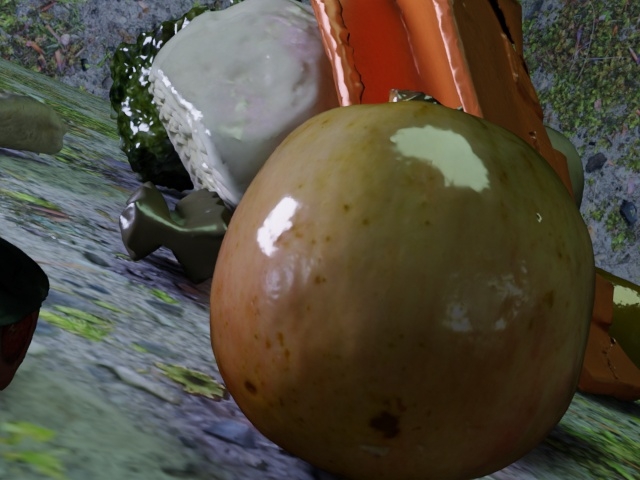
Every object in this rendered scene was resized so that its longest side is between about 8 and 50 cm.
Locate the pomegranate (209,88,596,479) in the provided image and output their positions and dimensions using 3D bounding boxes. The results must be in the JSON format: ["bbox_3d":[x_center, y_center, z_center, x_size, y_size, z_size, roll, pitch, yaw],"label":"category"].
[{"bbox_3d":[0.040,0.023,0.402,0.191,0.191,0.191,24,6,-2],"label":"pomegranate"}]

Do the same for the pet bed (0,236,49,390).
[{"bbox_3d":[-0.199,-0.002,0.295,0.201,0.053,0.201,25,5,-2],"label":"pet bed"}]

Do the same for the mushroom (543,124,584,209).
[{"bbox_3d":[0.156,-0.089,1.108,0.362,0.294,0.362,-8,-2,0],"label":"mushroom"}]

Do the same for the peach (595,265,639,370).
[{"bbox_3d":[0.358,0.108,1.083,0.251,0.153,0.251,7,7,-1],"label":"peach"}]

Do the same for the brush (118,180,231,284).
[{"bbox_3d":[-0.131,-0.020,0.723,0.084,0.071,0.301,19,1,-15],"label":"brush"}]

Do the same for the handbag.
[{"bbox_3d":[0.130,-0.060,0.695,0.116,0.410,0.303,-22,-21,26],"label":"handbag"}]

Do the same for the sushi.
[{"bbox_3d":[-0.119,-0.180,1.120,0.294,0.178,0.352,-19,-7,9],"label":"sushi"}]

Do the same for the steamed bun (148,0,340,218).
[{"bbox_3d":[-0.031,-0.100,0.808,0.275,0.206,0.320,62,-12,-20],"label":"steamed bun"}]

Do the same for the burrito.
[{"bbox_3d":[-0.335,-0.125,0.833,0.087,0.060,0.226,20,5,18],"label":"burrito"}]
